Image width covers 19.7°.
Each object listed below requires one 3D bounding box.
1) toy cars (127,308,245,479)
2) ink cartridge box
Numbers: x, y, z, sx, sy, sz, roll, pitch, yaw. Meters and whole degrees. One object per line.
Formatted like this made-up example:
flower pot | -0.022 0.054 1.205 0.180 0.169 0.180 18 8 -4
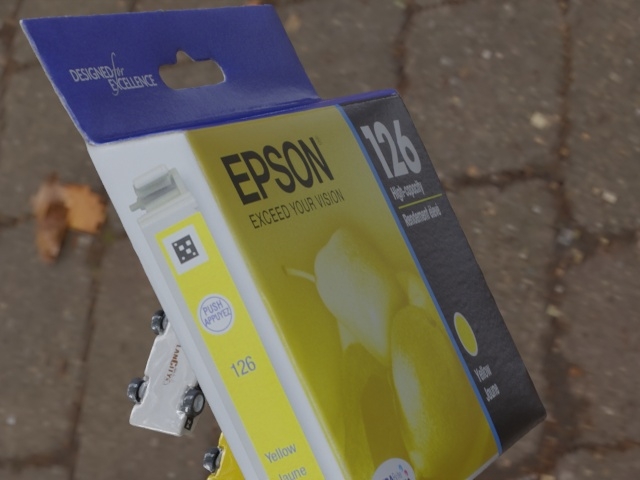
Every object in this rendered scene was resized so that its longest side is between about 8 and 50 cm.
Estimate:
toy cars | -0.133 0.246 2.320 0.176 0.087 0.393 -30 60 13
ink cartridge box | 0.000 0.000 1.006 0.072 0.303 0.307 -24 89 24
